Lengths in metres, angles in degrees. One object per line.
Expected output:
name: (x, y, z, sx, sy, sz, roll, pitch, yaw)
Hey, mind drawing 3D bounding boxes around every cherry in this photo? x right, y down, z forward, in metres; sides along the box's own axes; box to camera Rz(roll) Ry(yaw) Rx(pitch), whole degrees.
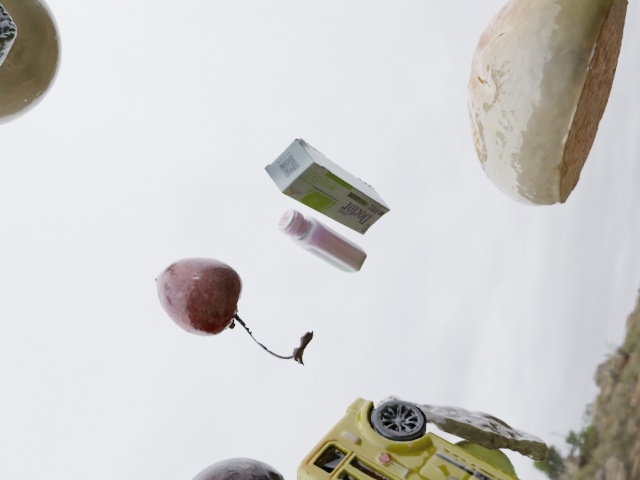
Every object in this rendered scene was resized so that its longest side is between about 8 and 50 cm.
cherry: (-0.113, 0.087, 0.951, 0.090, 0.226, 0.107, 110, -179, -46)

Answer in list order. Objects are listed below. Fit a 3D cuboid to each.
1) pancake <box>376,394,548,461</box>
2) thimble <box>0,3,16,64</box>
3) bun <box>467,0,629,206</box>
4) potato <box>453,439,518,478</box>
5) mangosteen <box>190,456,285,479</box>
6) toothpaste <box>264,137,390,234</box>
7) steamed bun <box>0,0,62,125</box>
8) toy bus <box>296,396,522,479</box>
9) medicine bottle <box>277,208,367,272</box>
pancake: (0.193, 0.248, 0.977, 0.222, 0.236, 0.042, 176, 109, -76)
thimble: (-0.520, -0.306, 1.047, 0.090, 0.135, 0.118, -45, 11, 34)
bun: (0.271, -0.194, 0.920, 0.299, 0.165, 0.298, -43, -36, -44)
potato: (0.242, 0.472, 1.204, 0.111, 0.160, 0.271, 92, -175, -69)
mangosteen: (-0.082, 0.372, 0.899, 0.194, 0.231, 0.194, 20, -115, -51)
toothpaste: (0.025, -0.091, 1.324, 0.081, 0.067, 0.337, -42, -27, 13)
steamed bun: (-0.650, -0.368, 1.341, 0.325, 0.206, 0.324, -4, -82, -27)
toy bus: (0.139, 0.294, 0.692, 0.151, 0.331, 0.145, -31, -47, -43)
medicine bottle: (0.000, 0.000, 1.712, 0.219, 0.115, 0.078, 32, -96, -30)
